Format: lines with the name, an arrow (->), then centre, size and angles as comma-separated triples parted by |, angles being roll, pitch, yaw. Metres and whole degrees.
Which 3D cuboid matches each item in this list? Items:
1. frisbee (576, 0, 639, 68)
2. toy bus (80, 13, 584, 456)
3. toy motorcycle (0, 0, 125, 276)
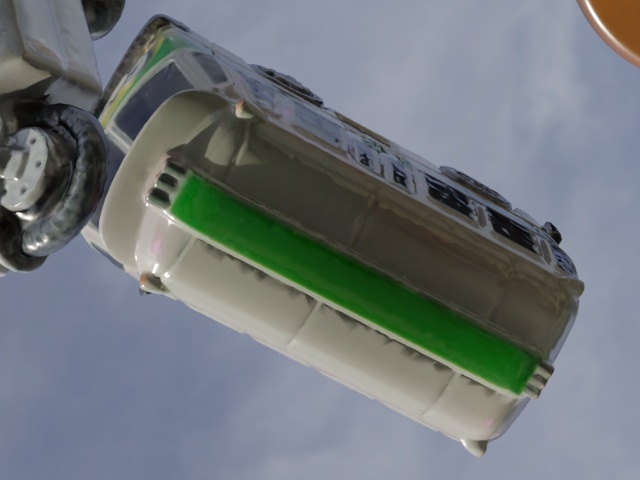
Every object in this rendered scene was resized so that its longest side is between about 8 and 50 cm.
frisbee -> 0.327, -0.249, 1.340 | 0.250, 0.251, 0.021 | 65, -153, -11
toy bus -> 0.000, 0.000, 0.961 | 0.305, 0.179, 0.143 | 28, -79, -13
toy motorcycle -> -0.186, -0.076, 0.805 | 0.110, 0.171, 0.260 | 25, -146, -48
